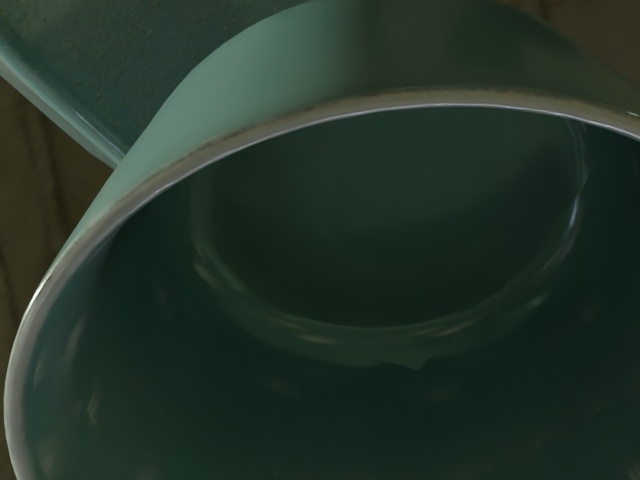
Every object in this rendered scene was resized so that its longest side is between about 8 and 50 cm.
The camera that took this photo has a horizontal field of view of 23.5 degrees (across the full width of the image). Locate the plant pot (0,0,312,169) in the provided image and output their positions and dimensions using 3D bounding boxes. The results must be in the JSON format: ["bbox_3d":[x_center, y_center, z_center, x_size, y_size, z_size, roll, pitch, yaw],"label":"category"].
[{"bbox_3d":[-0.135,-0.199,0.941,0.252,0.247,0.248,36,-92,-30],"label":"plant pot"}]

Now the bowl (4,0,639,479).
[{"bbox_3d":[0.034,0.019,0.636,0.163,0.311,0.311,-94,-22,-48],"label":"bowl"}]
